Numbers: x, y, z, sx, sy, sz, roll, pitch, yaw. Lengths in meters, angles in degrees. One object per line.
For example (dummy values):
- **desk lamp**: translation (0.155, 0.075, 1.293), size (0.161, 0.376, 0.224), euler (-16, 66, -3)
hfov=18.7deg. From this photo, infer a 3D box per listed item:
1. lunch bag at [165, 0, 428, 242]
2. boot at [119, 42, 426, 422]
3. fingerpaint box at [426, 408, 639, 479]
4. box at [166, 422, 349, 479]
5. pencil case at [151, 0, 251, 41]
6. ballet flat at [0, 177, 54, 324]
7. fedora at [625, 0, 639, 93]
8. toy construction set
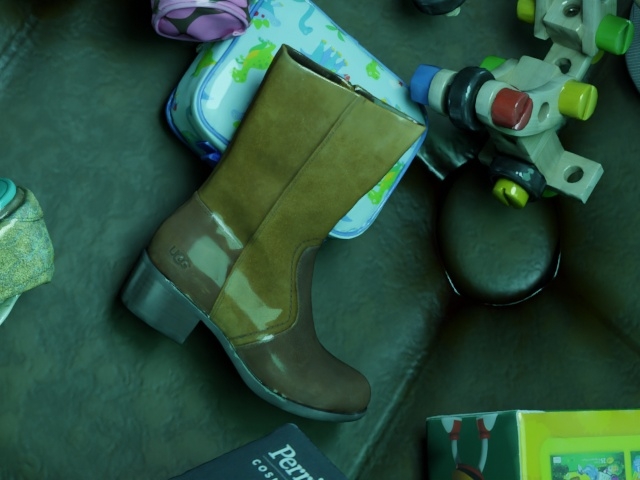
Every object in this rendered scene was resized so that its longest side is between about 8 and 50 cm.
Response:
- **lunch bag**: translation (-0.023, -0.111, 1.785), size (0.219, 0.090, 0.176), euler (39, 69, -20)
- **boot**: translation (0.000, 0.000, 1.729), size (0.264, 0.096, 0.280), euler (34, 102, -10)
- **fingerpaint box**: translation (0.328, 0.347, 1.884), size (0.444, 0.163, 0.371), euler (1, 83, -31)
- **box**: translation (-0.085, 0.456, 1.465), size (0.471, 0.480, 0.297), euler (-21, 133, -28)
- **pencil case**: translation (-0.099, -0.273, 1.727), size (0.098, 0.095, 0.209), euler (25, 58, -40)
- **ballet flat**: translation (-0.362, 0.078, 1.588), size (0.348, 0.123, 0.123), euler (-35, 103, -25)
- **fedora**: translation (0.398, -0.215, 1.988), size (0.244, 0.124, 0.275), euler (54, 51, -18)
- **toy construction set**: translation (0.251, -0.157, 1.836), size (0.237, 0.308, 0.257), euler (58, 35, -48)
